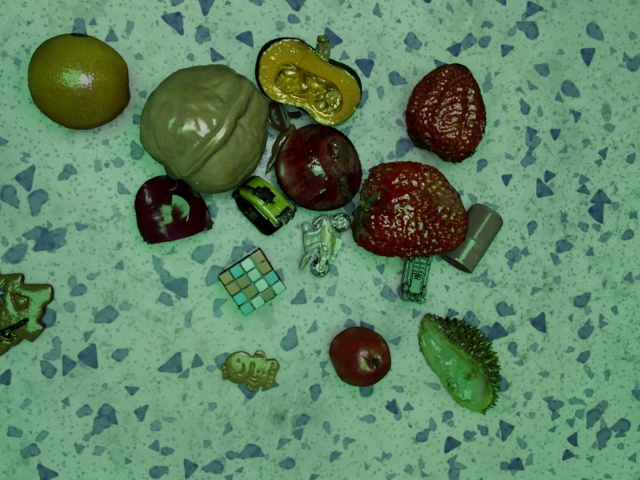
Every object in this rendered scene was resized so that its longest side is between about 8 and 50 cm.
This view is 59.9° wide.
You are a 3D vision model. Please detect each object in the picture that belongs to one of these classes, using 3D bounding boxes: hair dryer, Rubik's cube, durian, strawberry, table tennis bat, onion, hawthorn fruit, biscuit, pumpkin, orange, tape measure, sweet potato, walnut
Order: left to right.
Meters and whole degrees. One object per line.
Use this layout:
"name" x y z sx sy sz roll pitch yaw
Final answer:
"biscuit" -0.972 0.197 1.668 0.301 0.043 0.278 36 86 -7
"orange" -0.682 -0.450 1.585 0.274 0.274 0.274 0 91 -8
"onion" -0.450 -0.097 1.651 0.216 0.206 0.206 -20 94 -8
"walnut" -0.323 -0.323 1.596 0.381 0.381 0.381 0 91 -8
"biscuit" -0.222 0.414 1.786 0.184 0.027 0.133 27 89 -8
"Rubik's cube" -0.210 0.123 1.716 0.155 0.154 0.151 -34 97 -5
"tape measure" -0.173 -0.113 1.697 0.186 0.199 0.112 45 67 -7
"sweet potato" -0.129 -0.289 1.765 0.056 0.056 0.194 27 79 -8
"table tennis bat" -0.114 -0.388 1.735 0.155 0.019 0.098 -22 94 -50
"pumpkin" -0.025 -0.504 1.678 0.325 0.232 0.242 28 115 -10
"onion" 0.000 -0.220 1.688 0.276 0.276 0.276 0 91 -8
"hawthorn fruit" 0.138 0.366 1.737 0.197 0.225 0.196 1 88 -20
"strawberry" 0.276 -0.075 1.671 0.351 0.267 0.312 19 117 1
"hair dryer" 0.403 -0.073 1.823 0.352 0.125 0.210 34 86 -1
"strawberry" 0.404 -0.403 1.740 0.250 0.238 0.288 8 115 -18
"durian" 0.477 0.394 1.864 0.394 0.163 0.198 49 124 -2

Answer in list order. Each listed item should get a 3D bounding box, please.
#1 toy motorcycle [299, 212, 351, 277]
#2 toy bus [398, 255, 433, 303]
"toy motorcycle" 0.000 0.000 1.783 0.151 0.074 0.228 26 89 -5
"toy bus" 0.310 0.104 1.819 0.087 0.089 0.193 10 89 -6
